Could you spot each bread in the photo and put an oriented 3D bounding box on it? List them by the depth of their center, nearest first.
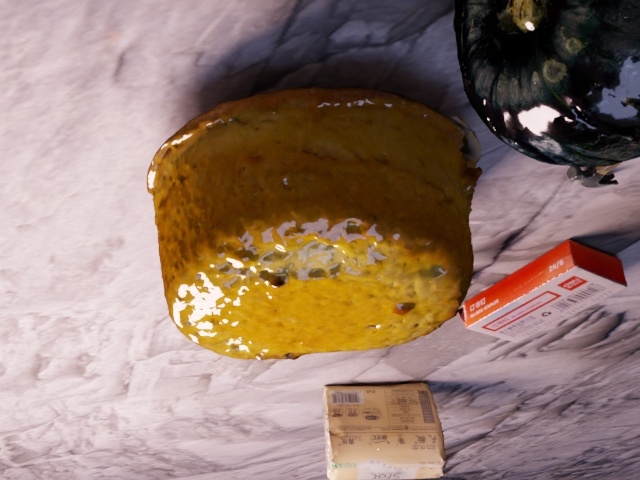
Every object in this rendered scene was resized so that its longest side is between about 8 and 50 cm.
[{"bbox_3d":[0.003,-0.001,0.790,0.358,0.204,0.337,-8,152,0],"label":"bread"}]

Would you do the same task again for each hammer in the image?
[{"bbox_3d":[0.370,-0.113,0.835,0.062,0.017,0.182,17,140,-32],"label":"hammer"}]

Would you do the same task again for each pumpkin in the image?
[{"bbox_3d":[0.199,-0.166,0.537,0.163,0.233,0.233,-1,149,-26],"label":"pumpkin"}]

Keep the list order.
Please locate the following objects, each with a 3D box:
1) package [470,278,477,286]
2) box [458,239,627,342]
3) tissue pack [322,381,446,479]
[{"bbox_3d":[0.199,0.082,1.117,0.037,0.015,0.110,1,149,-19],"label":"package"},{"bbox_3d":[0.328,0.084,1.108,0.123,0.050,0.229,18,141,-29],"label":"box"},{"bbox_3d":[0.116,0.356,1.380,0.222,0.186,0.090,1,135,-8],"label":"tissue pack"}]
